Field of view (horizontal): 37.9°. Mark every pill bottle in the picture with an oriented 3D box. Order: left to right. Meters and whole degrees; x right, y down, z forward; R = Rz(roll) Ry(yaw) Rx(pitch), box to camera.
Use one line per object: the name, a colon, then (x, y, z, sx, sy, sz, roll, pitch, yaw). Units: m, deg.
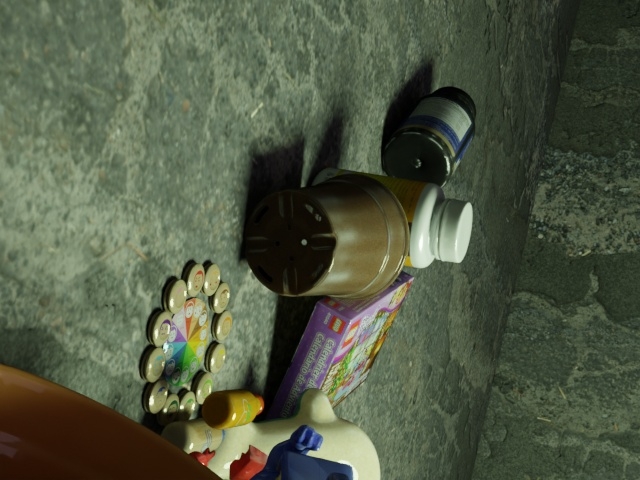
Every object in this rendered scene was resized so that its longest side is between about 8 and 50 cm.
pill bottle: (0.094, -0.029, 1.278, 0.117, 0.215, 0.117, 10, 90, -69)
pill bottle: (0.197, -0.180, 1.610, 0.219, 0.122, 0.123, -54, 148, -50)

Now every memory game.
memory game: (-0.141, 0.113, 1.018, 0.186, 0.012, 0.186, 11, 90, -69)

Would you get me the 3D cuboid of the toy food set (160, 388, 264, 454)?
toy food set: (-0.124, 0.273, 0.993, 0.104, 0.111, 0.232, 19, 73, -70)

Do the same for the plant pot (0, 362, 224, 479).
plant pot: (-0.195, 0.227, 0.602, 0.203, 0.291, 0.291, -60, 158, -2)

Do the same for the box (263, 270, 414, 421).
box: (0.034, 0.154, 1.360, 0.293, 0.057, 0.201, -24, 139, -66)

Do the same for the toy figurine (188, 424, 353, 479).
toy figurine: (-0.054, 0.262, 0.727, 0.217, 0.191, 0.362, -49, -154, 32)

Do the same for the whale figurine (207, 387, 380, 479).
whale figurine: (-0.055, 0.283, 1.159, 0.272, 0.141, 0.216, 30, 72, -32)

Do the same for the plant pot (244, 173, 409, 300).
plant pot: (0.000, 0.000, 1.149, 0.165, 0.167, 0.167, -6, 106, -60)
